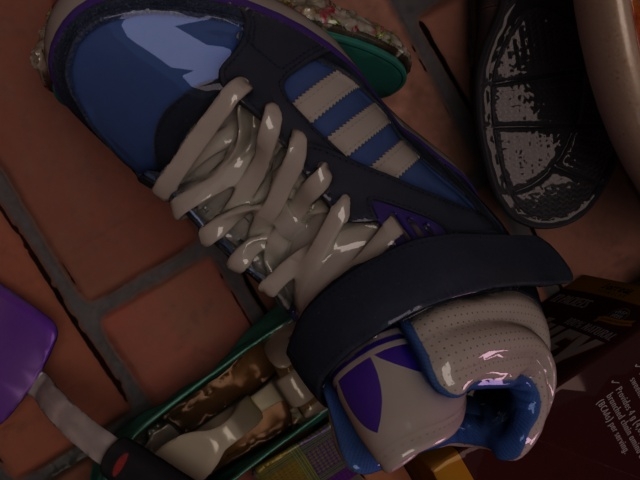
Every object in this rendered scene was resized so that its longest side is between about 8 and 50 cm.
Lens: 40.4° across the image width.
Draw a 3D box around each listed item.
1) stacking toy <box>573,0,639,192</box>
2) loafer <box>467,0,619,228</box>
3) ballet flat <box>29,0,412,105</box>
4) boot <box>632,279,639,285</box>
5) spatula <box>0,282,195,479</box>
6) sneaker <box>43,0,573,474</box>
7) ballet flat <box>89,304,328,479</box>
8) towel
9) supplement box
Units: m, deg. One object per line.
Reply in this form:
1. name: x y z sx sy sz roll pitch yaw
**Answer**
1. stacking toy: 0.398 -0.163 0.406 0.351 0.480 0.350 0 90 -42
2. loafer: 0.150 -0.162 0.592 0.109 0.095 0.302 -2 98 -2
3. ballet flat: -0.059 -0.132 0.554 0.241 0.091 0.077 -3 65 -16
4. boot: 0.352 0.018 0.601 0.209 0.190 0.076 -19 99 -16
5. spatula: -0.139 0.115 0.521 0.296 0.030 0.084 31 87 20
6. sneaker: 0.000 0.000 0.461 0.323 0.236 0.130 30 119 -29
7. ballet flat: -0.041 0.108 0.566 0.247 0.087 0.083 -36 100 -8
8. towel: -0.004 0.157 0.607 0.083 0.009 0.060 -32 124 -7
9. supplement box: 0.178 0.158 0.595 0.194 0.129 0.191 -31 99 -8
